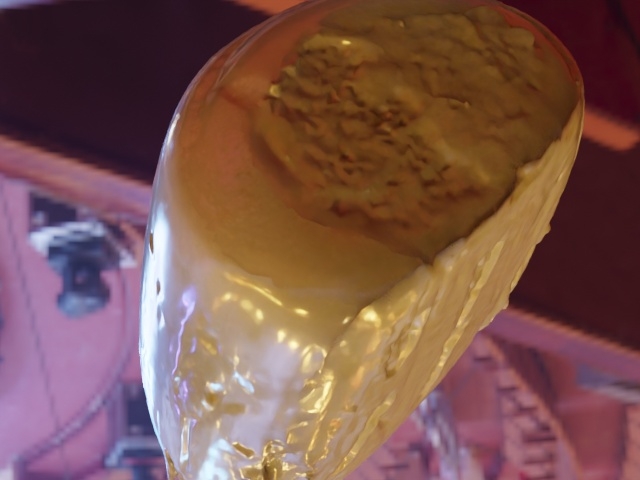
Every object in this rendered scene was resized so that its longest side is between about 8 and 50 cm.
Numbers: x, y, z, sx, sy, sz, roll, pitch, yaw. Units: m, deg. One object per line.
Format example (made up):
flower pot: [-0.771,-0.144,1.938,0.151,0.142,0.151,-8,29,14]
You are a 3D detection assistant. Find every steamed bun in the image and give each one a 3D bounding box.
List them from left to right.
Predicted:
steamed bun: [0.000,0.000,0.866,0.166,0.273,0.232,37,144,14]
